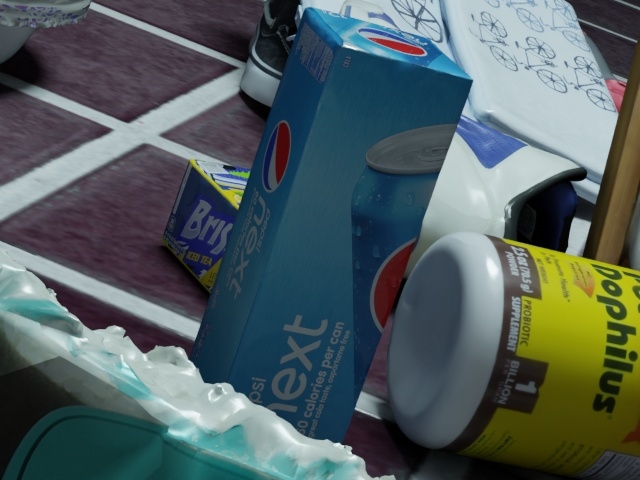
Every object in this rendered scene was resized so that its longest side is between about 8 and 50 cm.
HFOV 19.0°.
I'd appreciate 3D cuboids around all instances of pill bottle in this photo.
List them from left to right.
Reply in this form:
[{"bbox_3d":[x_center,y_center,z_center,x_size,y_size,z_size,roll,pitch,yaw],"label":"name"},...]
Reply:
[{"bbox_3d":[0.152,0.072,1.032,0.215,0.117,0.117,13,19,-20],"label":"pill bottle"}]

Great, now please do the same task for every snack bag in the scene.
[{"bbox_3d":[0.113,-0.183,1.626,0.342,0.037,0.323,25,31,-23],"label":"snack bag"}]

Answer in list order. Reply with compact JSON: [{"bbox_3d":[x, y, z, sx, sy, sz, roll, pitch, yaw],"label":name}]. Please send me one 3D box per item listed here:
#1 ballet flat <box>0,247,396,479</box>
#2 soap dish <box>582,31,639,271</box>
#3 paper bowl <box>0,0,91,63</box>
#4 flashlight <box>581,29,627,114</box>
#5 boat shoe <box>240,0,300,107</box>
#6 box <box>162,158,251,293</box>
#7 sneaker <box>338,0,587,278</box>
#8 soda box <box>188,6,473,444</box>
[{"bbox_3d":[-0.110,0.092,0.732,0.409,0.147,0.147,30,20,20],"label":"ballet flat"},{"bbox_3d":[0.324,-0.045,1.278,0.291,0.229,0.118,14,1,-16],"label":"soap dish"},{"bbox_3d":[-0.299,-0.221,1.380,0.284,0.148,0.284,18,17,-6],"label":"paper bowl"},{"bbox_3d":[0.296,-0.122,1.791,0.304,0.103,0.103,32,24,36],"label":"flashlight"},{"bbox_3d":[-0.002,-0.173,1.625,0.108,0.102,0.301,17,17,-7],"label":"boat shoe"},{"bbox_3d":[-0.029,0.014,1.110,0.054,0.059,0.169,9,20,-33],"label":"box"},{"bbox_3d":[0.077,-0.042,1.315,0.182,0.127,0.315,19,24,-14],"label":"sneaker"},{"bbox_3d":[0.000,0.000,0.930,0.071,0.210,0.067,12,19,-21],"label":"soda box"}]
